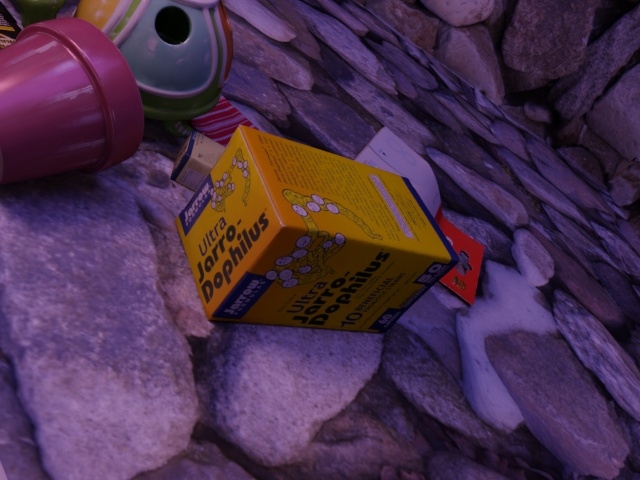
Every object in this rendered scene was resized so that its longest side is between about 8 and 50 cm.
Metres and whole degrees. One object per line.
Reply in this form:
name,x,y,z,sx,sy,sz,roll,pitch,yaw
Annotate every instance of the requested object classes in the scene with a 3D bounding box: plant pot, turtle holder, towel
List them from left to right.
plant pot,-0.356,-0.160,0.802,0.201,0.201,0.180,44,46,7
turtle holder,-0.291,-0.338,1.022,0.320,0.227,0.243,28,42,-8
towel,-0.198,-0.227,1.212,0.275,0.031,0.199,44,29,6

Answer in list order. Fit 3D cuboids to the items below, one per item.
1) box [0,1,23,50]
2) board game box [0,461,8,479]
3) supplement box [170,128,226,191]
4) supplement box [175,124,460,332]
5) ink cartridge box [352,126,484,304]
box,-0.569,-0.297,0.838,0.257,0.079,0.322,50,31,13
board game box,-0.334,0.179,0.516,0.124,0.039,0.259,-6,56,-51
supplement box,-0.191,-0.123,1.053,0.083,0.056,0.083,28,32,-22
supplement box,0.000,0.000,0.969,0.356,0.194,0.195,11,41,-40
ink cartridge box,0.230,-0.068,1.427,0.385,0.091,0.308,39,30,-1
